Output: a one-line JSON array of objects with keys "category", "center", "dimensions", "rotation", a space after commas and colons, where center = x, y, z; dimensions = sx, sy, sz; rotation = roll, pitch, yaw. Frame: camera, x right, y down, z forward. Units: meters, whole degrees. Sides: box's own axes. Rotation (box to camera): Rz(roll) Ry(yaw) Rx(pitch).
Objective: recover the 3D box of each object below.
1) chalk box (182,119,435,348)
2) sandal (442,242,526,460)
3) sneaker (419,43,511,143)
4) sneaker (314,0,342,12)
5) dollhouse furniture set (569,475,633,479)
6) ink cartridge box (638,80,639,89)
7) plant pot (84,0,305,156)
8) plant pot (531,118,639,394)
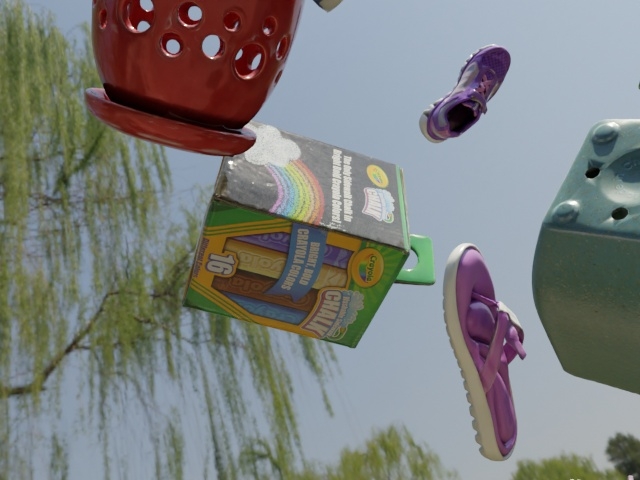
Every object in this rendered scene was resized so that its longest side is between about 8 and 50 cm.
[{"category": "chalk box", "center": [0.000, 0.000, 0.834], "dimensions": [0.289, 0.180, 0.179], "rotation": [17, -51, -10]}, {"category": "sandal", "center": [0.303, 0.188, 1.138], "dimensions": [0.102, 0.169, 0.416], "rotation": [-2, -63, 32]}, {"category": "sneaker", "center": [0.306, -0.290, 1.351], "dimensions": [0.095, 0.104, 0.236], "rotation": [39, -87, -17]}, {"category": "sneaker", "center": [-0.030, -0.315, 0.464], "dimensions": [0.182, 0.315, 0.127], "rotation": [26, -42, -22]}, {"category": "dollhouse furniture set", "center": [0.374, 0.383, 0.911], "dimensions": [0.081, 0.091, 0.114], "rotation": [7, -73, 20]}, {"category": "ink cartridge box", "center": [0.511, -0.250, 0.812], "dimensions": [0.097, 0.188, 0.255], "rotation": [-19, -40, -8]}, {"category": "plant pot", "center": [-0.125, -0.179, 0.641], "dimensions": [0.191, 0.191, 0.174], "rotation": [8, -76, -35]}, {"category": "plant pot", "center": [0.365, 0.009, 0.701], "dimensions": [0.252, 0.248, 0.247], "rotation": [44, -111, -36]}]
